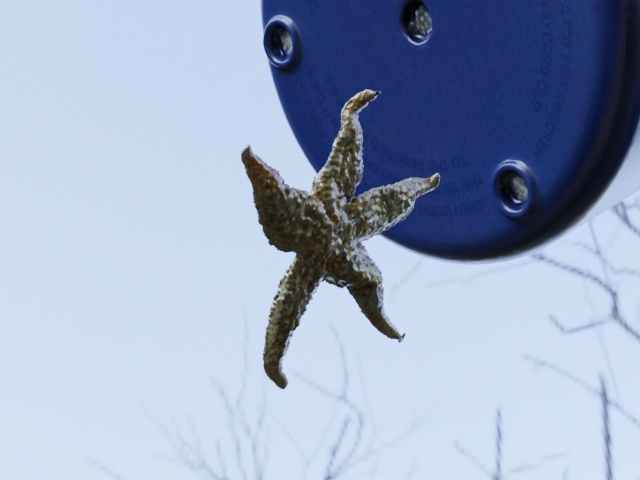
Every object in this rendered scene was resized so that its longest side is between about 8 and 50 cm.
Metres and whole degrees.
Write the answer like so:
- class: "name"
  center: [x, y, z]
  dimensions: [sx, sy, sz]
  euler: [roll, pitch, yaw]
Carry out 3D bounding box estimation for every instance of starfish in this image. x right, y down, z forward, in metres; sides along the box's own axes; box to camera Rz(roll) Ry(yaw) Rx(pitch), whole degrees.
- class: "starfish"
  center: [0.000, 0.000, 0.447]
  dimensions: [0.086, 0.016, 0.092]
  euler: [16, -80, -45]

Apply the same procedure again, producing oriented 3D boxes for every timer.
- class: "timer"
  center: [0.186, -0.154, 0.936]
  dimensions: [0.384, 0.270, 0.270]
  euler: [-16, -32, -40]
